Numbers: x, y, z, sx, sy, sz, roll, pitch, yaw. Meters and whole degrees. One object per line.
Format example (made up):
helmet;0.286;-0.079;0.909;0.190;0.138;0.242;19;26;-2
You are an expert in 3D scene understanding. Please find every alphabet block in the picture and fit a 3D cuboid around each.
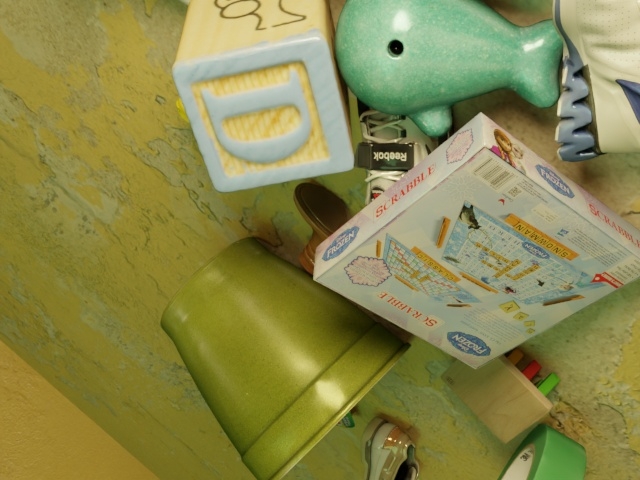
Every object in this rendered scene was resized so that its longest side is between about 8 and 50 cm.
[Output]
alphabet block;-0.066;-0.204;1.026;0.192;0.197;0.193;-8;129;6

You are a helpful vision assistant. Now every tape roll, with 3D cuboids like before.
tape roll;0.343;0.475;1.373;0.077;0.321;0.321;30;143;9

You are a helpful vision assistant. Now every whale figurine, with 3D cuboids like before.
whale figurine;0.147;-0.220;0.920;0.272;0.141;0.216;14;111;12

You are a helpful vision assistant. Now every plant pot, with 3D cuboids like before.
plant pot;-0.090;0.195;1.440;0.353;0.366;0.366;44;144;9

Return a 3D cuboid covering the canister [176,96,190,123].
canister;-0.144;-0.238;1.209;0.126;0.073;0.170;34;142;4

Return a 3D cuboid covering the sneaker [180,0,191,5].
sneaker;-0.269;-0.394;1.071;0.282;0.161;0.102;43;141;-10

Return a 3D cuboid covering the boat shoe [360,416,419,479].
boat shoe;0.157;0.517;1.744;0.103;0.113;0.302;20;140;30

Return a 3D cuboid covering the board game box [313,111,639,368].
board game box;0.210;0.022;1.062;0.318;0.066;0.318;31;131;-25

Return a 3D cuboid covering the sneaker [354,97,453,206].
sneaker;0.111;-0.109;1.085;0.122;0.146;0.331;2;130;40

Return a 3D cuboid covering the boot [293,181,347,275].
boot;0.000;0.000;1.353;0.197;0.073;0.152;46;147;-8

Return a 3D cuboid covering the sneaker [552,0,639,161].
sneaker;0.345;-0.204;0.824;0.182;0.127;0.316;10;143;26

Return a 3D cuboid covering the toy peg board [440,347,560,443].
toy peg board;0.315;0.240;1.367;0.161;0.079;0.161;46;145;14

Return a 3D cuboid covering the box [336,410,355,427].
box;-0.005;0.353;1.759;0.179;0.043;0.105;10;135;35
